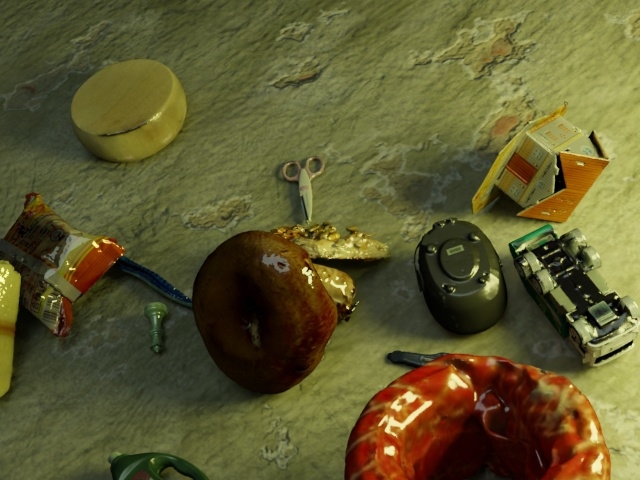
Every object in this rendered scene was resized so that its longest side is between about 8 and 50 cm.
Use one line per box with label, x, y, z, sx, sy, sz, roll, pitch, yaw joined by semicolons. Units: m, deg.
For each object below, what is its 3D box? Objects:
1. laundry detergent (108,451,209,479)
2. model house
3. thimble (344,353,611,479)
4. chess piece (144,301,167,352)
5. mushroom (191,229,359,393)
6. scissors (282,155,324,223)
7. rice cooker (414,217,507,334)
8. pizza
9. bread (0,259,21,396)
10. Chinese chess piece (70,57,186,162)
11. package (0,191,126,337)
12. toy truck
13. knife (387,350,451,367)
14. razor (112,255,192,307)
laundry detergent;-0.255;0.389;1.474;0.137;0.063;0.211;-41;50;-19
model house;0.380;-0.098;1.607;0.136;0.219;0.207;42;44;19
thimble;0.199;0.328;1.225;0.351;0.230;0.350;-6;35;4
chess piece;-0.293;0.159;1.687;0.042;0.042;0.093;-13;56;7
mushroom;-0.087;0.113;1.547;0.268;0.254;0.267;0;90;11
scissors;-0.029;-0.098;1.822;0.086;0.022;0.176;-10;47;5
rice cooker;0.229;0.055;1.555;0.142;0.118;0.203;-19;53;2
pizza;0.000;0.000;1.662;0.226;0.147;0.069;4;92;23
bread;-0.678;0.166;1.723;0.236;0.198;0.263;-15;67;46
Chinese chess piece;-0.411;-0.280;2.038;0.251;0.097;0.250;-8;51;10
package;-0.526;0.037;1.797;0.288;0.108;0.223;24;76;28
toy truck;0.392;0.079;1.484;0.114;0.124;0.253;-26;51;-4
knife;0.164;0.192;1.531;0.121;0.018;0.031;7;62;22
razor;-0.283;0.080;1.741;0.324;0.093;0.056;16;94;32
